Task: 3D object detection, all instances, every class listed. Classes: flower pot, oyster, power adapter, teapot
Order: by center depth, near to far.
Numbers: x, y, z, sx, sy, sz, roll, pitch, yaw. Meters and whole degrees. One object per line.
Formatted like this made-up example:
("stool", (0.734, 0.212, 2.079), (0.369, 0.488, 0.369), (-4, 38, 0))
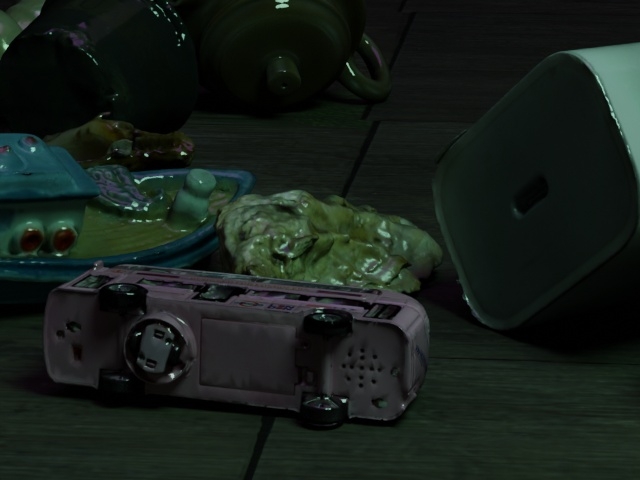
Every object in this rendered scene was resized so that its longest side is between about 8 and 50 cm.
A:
("power adapter", (0.222, -0.041, 1.175), (0.255, 0.124, 0.187), (-8, -19, -31))
("oyster", (-0.003, -0.002, 1.240), (0.209, 0.072, 0.133), (-11, 21, -40))
("oyster", (-0.245, -0.037, 1.359), (0.345, 0.078, 0.129), (-4, 10, 16))
("flower pot", (-0.192, -0.131, 1.593), (0.157, 0.157, 0.107), (8, 31, 27))
("teapot", (-0.038, -0.194, 1.794), (0.268, 0.185, 0.175), (22, 38, -32))

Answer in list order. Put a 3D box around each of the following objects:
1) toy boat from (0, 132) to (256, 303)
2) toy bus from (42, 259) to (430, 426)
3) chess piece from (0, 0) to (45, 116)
("toy boat", (-0.145, -0.021, 1.224), (0.238, 0.098, 0.109), (-3, 33, -35))
("toy bus", (-0.043, 0.054, 1.049), (0.203, 0.063, 0.090), (6, 13, 13))
("chess piece", (-0.286, -0.168, 1.767), (0.133, 0.133, 0.243), (13, 24, 40))
